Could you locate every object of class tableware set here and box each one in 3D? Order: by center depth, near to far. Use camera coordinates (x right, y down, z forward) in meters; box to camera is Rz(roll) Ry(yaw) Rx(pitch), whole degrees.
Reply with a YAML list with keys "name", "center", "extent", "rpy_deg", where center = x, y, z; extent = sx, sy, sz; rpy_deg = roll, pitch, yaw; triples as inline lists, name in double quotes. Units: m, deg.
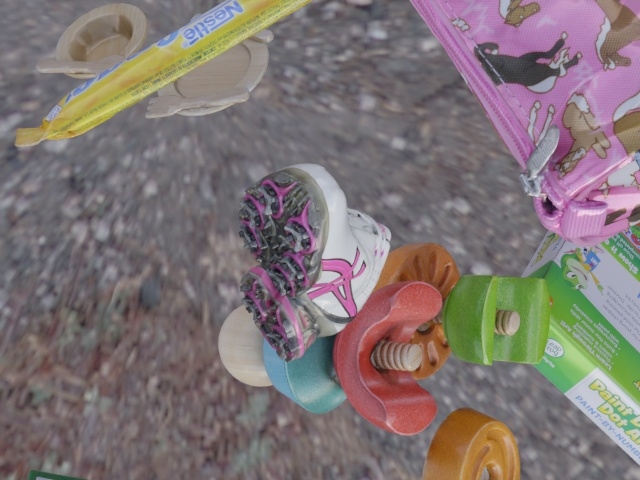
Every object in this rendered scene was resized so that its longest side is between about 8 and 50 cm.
- name: "tableware set"
  center: [-0.072, -0.132, 0.981]
  extent: [0.141, 0.020, 0.168]
  rpy_deg: [7, 55, 30]

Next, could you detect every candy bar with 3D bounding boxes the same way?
- name: "candy bar"
  center: [-0.052, -0.079, 0.718]
  extent: [0.161, 0.040, 0.018]
  rpy_deg: [-31, 102, -4]

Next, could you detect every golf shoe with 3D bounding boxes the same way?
- name: "golf shoe"
  center: [0.000, 0.000, 1.031]
  extent: [0.086, 0.186, 0.067]
  rpy_deg: [-31, 71, -16]

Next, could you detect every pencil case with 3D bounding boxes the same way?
- name: "pencil case"
  center: [0.137, -0.188, 1.267]
  extent: [0.160, 0.167, 0.386]
  rpy_deg: [-38, 74, 23]

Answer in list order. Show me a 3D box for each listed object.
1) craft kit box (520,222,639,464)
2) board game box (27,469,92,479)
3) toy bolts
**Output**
- name: "craft kit box"
  center: [0.288, 0.066, 1.473]
  extent: [0.250, 0.246, 0.061]
  rpy_deg: [43, 135, -7]
- name: "board game box"
  center: [-0.093, 0.304, 1.456]
  extent: [0.317, 0.046, 0.213]
  rpy_deg: [10, 124, -4]
- name: "toy bolts"
  center: [0.035, 0.103, 1.267]
  extent: [0.158, 0.228, 0.218]
  rpy_deg: [4, 86, 35]
